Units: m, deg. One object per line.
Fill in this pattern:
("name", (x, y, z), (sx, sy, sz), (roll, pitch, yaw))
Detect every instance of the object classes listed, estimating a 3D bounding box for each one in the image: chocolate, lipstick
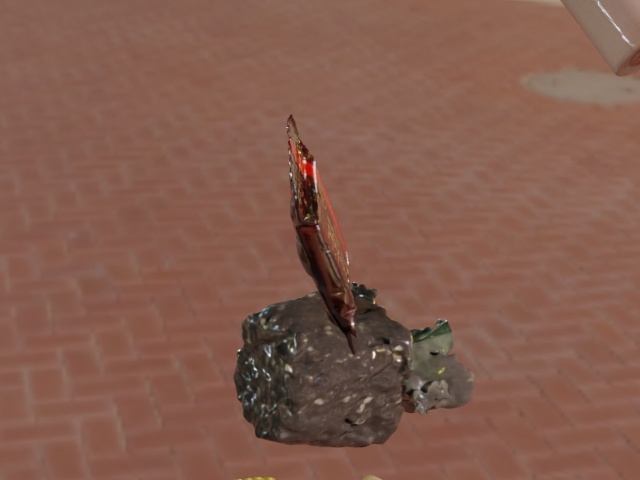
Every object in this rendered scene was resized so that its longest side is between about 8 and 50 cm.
("chocolate", (0.000, 0.000, 0.924), (0.028, 0.182, 0.086), (-13, 50, 10))
("lipstick", (0.183, -0.246, 1.034), (0.070, 0.070, 0.254), (-19, 70, -40))

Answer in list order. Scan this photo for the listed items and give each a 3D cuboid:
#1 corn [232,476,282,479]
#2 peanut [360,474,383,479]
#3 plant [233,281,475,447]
("corn", (-0.120, 0.231, 0.955), (0.293, 0.106, 0.106), (-3, 21, -36))
("peanut", (0.068, 0.395, 1.722), (0.089, 0.089, 0.192), (1, 57, -1))
("plant", (0.030, 0.113, 1.198), (0.203, 0.131, 0.142), (0, 25, -41))
